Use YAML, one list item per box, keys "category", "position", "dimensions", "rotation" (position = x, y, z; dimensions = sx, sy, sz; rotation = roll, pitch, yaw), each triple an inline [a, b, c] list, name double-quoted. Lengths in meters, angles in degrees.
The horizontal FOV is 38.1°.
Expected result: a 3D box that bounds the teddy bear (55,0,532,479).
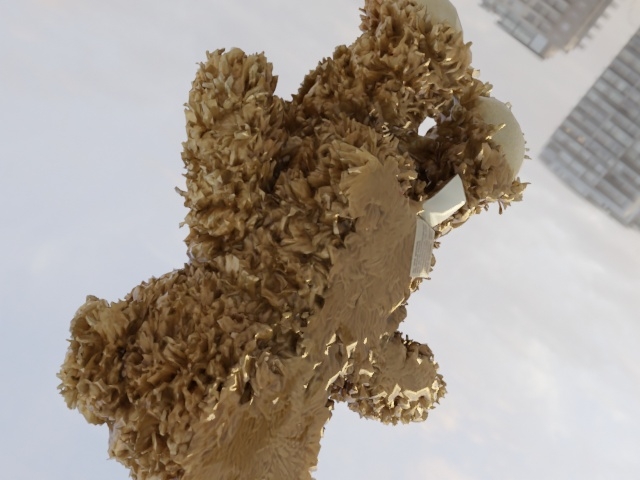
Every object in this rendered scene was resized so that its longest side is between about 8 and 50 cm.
- category: "teddy bear"
  position: [0.000, 0.000, 0.526]
  dimensions: [0.113, 0.337, 0.245]
  rotation: [13, 164, 45]
